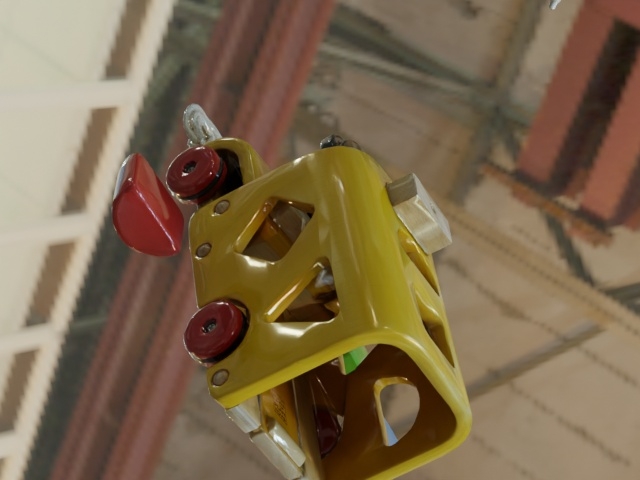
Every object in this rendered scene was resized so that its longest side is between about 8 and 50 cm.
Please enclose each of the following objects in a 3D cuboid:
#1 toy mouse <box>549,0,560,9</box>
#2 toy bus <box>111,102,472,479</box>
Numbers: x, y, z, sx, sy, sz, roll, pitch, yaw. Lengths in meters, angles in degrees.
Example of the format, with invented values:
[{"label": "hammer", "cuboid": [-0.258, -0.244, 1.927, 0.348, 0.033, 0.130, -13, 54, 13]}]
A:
[{"label": "toy mouse", "cuboid": [0.151, -0.158, 0.649, 0.031, 0.143, 0.161, 26, -64, 45]}, {"label": "toy bus", "cuboid": [0.004, 0.011, 0.818, 0.104, 0.191, 0.202, -26, -92, 14]}]
